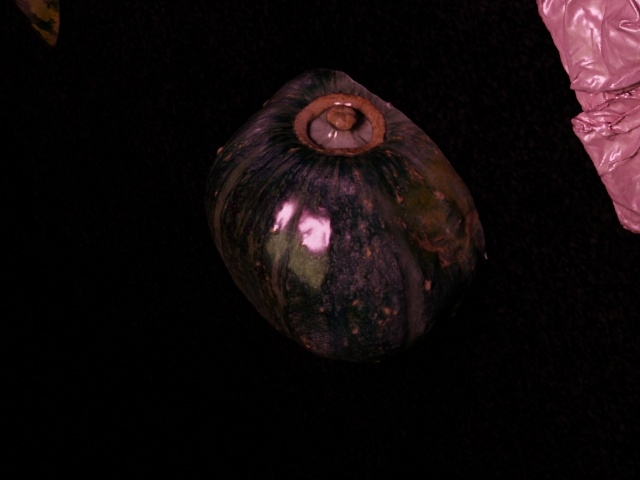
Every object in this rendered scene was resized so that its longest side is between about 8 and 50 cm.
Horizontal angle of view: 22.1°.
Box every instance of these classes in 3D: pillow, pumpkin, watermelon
[{"bbox_3d":[0.267,-0.111,1.391,0.135,0.049,0.248,-3,121,47],"label":"pillow"},{"bbox_3d":[0.000,0.000,1.686,0.293,0.197,0.263,39,146,25],"label":"pumpkin"},{"bbox_3d":[-0.380,-0.344,1.967,0.245,0.063,0.119,54,167,-8],"label":"watermelon"}]
